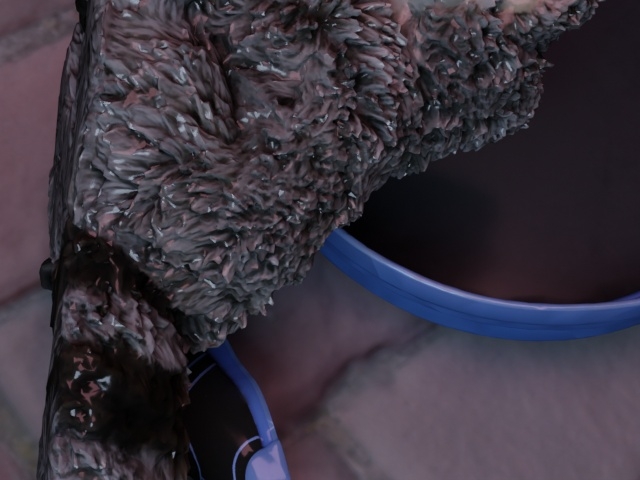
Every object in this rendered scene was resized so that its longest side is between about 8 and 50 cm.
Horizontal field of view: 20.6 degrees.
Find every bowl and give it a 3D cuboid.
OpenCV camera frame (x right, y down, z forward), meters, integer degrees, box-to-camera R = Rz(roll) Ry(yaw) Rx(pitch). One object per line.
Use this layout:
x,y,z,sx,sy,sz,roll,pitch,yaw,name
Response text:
0.135,-0.108,1.190,0.391,0.077,0.391,3,61,-5,bowl

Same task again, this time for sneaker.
-0.092,0.089,1.040,0.090,0.081,0.232,-18,57,-16,sneaker

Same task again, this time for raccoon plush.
0.000,0.000,0.999,0.299,0.216,0.446,8,81,-14,raccoon plush
